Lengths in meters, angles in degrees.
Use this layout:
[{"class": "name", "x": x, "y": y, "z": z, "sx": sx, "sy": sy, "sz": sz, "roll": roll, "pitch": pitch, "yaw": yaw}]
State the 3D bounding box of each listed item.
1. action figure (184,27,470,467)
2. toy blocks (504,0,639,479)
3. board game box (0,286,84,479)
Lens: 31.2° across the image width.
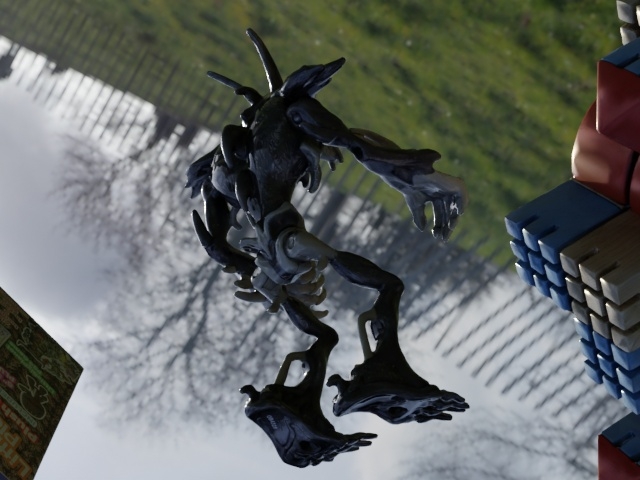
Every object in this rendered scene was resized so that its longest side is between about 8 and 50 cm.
[{"class": "action figure", "x": 0.000, "y": 0.000, "z": 0.733, "sx": 0.141, "sy": 0.164, "sz": 0.275, "roll": 19, "pitch": -132, "yaw": -44}, {"class": "toy blocks", "x": 0.235, "y": -0.009, "z": 0.675, "sx": 0.191, "sy": 0.261, "sz": 0.381, "roll": 42, "pitch": 157, "yaw": 53}, {"class": "board game box", "x": -0.372, "y": 0.197, "z": 1.054, "sx": 0.141, "sy": 0.232, "sz": 0.291, "roll": 48, "pitch": -169, "yaw": -14}]
